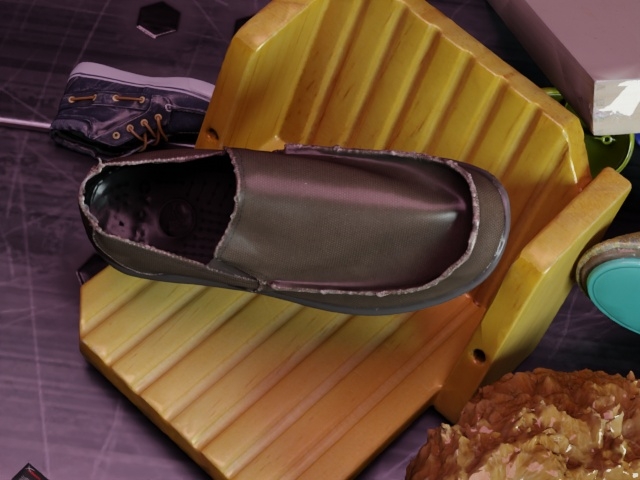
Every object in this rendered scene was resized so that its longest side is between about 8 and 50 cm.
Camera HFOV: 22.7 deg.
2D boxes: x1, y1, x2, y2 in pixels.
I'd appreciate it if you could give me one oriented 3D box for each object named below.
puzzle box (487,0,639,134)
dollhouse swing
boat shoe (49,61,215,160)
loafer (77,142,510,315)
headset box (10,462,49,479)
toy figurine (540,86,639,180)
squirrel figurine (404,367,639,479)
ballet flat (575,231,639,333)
[{"bbox_3d":[0.328,-0.202,1.506,0.272,0.052,0.409,-3,26,-6],"label":"puzzle box"},{"bbox_3d":[0.000,0.000,1.360,0.347,0.315,0.305,41,46,18],"label":"dollhouse swing"},{"bbox_3d":[-0.167,-0.112,1.533,0.183,0.065,0.083,11,61,14],"label":"boat shoe"},{"bbox_3d":[-0.034,-0.011,1.271,0.366,0.130,0.133,-1,82,17],"label":"loafer"},{"bbox_3d":[-0.250,0.238,1.332,0.062,0.032,0.083,36,64,17],"label":"headset box"},{"bbox_3d":[0.349,-0.092,1.547,0.363,0.191,0.217,3,28,6],"label":"toy figurine"},{"bbox_3d":[0.270,0.236,1.242,0.370,0.281,0.397,-30,68,-27],"label":"squirrel figurine"},{"bbox_3d":[0.372,0.050,1.404,0.349,0.123,0.123,22,57,-18],"label":"ballet flat"}]
